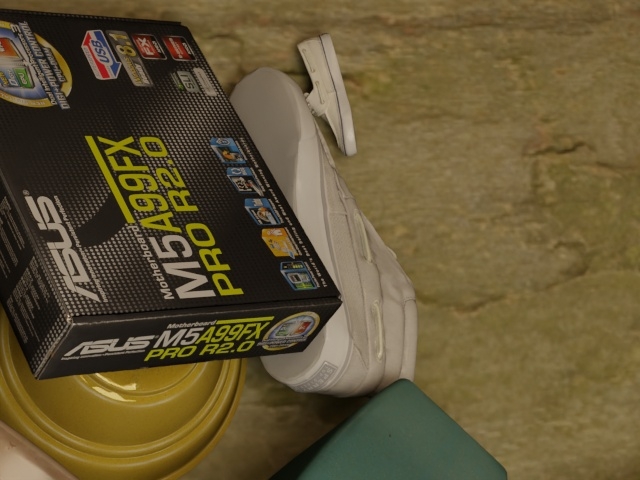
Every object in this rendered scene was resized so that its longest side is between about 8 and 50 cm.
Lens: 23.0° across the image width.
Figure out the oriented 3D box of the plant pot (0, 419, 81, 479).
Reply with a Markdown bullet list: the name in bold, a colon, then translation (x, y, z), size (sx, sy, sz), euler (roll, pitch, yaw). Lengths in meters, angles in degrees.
- **plant pot**: translation (-0.256, 0.210, 0.884), size (0.263, 0.263, 0.229), euler (37, 69, -10)

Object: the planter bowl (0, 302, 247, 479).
- **planter bowl**: translation (-0.138, 0.065, 1.085), size (0.217, 0.090, 0.217), euler (6, 74, -22)

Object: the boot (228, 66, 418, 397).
- **boot**: translation (0.000, 0.000, 1.176), size (0.123, 0.095, 0.258), euler (19, 54, -48)

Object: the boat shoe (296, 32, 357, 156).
- **boat shoe**: translation (0.003, -0.112, 1.231), size (0.035, 0.035, 0.100), euler (-15, 85, 1)

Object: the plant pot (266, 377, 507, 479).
- **plant pot**: translation (0.021, 0.215, 1.059), size (0.165, 0.165, 0.234), euler (43, 44, -4)

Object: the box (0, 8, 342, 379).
- **box**: translation (-0.135, -0.039, 1.045), size (0.216, 0.060, 0.270), euler (-1, 50, -41)
